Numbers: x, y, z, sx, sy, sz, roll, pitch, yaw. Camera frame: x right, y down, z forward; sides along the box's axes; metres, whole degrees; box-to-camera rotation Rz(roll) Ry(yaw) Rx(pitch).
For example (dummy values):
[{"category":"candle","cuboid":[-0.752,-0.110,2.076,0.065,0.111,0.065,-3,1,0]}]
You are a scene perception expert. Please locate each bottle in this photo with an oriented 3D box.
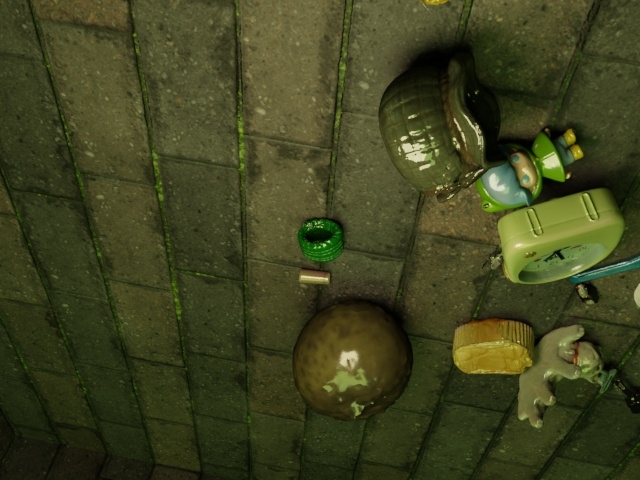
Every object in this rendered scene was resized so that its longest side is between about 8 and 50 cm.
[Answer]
[{"category":"bottle","cuboid":[-0.017,0.114,2.142,0.096,0.045,0.045,5,137,6]}]

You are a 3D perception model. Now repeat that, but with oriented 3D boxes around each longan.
[{"category":"longan","cuboid":[0.107,0.373,2.134,0.390,0.391,0.391,8,138,7]}]

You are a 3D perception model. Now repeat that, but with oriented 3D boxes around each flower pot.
[{"category":"flower pot","cuboid":[0.274,-0.241,1.507,0.213,0.302,0.302,-18,129,27]}]

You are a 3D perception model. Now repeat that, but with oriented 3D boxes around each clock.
[{"category":"clock","cuboid":[0.594,0.009,1.743,0.286,0.117,0.348,-16,155,6]}]

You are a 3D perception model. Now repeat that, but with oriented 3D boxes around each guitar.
[{"category":"guitar","cuboid":[1.025,0.514,2.264,0.083,0.038,0.271,-28,136,30]}]

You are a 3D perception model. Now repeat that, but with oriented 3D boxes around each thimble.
[{"category":"thimble","cuboid":[0.000,0.000,1.963,0.130,0.118,0.090,24,150,30]}]

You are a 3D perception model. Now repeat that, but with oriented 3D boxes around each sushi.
[{"category":"sushi","cuboid":[0.767,0.149,1.985,0.046,0.044,0.083,-2,138,49]}]

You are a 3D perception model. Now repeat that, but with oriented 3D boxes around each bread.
[{"category":"bread","cuboid":[0.545,0.331,2.161,0.250,0.133,0.179,-12,132,24]}]

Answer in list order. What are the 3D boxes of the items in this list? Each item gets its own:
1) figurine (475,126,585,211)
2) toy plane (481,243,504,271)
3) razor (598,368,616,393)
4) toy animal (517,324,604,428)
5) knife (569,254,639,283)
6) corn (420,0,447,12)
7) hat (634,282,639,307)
[{"category":"figurine","cuboid":[0.488,-0.170,1.628,0.263,0.143,0.162,-26,87,15]},{"category":"toy plane","cuboid":[0.504,0.050,1.945,0.049,0.031,0.121,26,140,0]},{"category":"razor","cuboid":[0.813,0.423,2.259,0.277,0.056,0.111,12,137,12]},{"category":"toy animal","cuboid":[0.754,0.438,2.149,0.188,0.308,0.266,18,159,-33]},{"category":"knife","cuboid":[0.827,0.068,1.884,0.296,0.026,0.044,-20,126,35]},{"category":"corn","cuboid":[0.297,-0.557,1.286,0.106,0.106,0.305,39,132,-25]},{"category":"hat","cuboid":[0.977,0.193,1.903,0.203,0.126,0.203,7,141,6]}]
